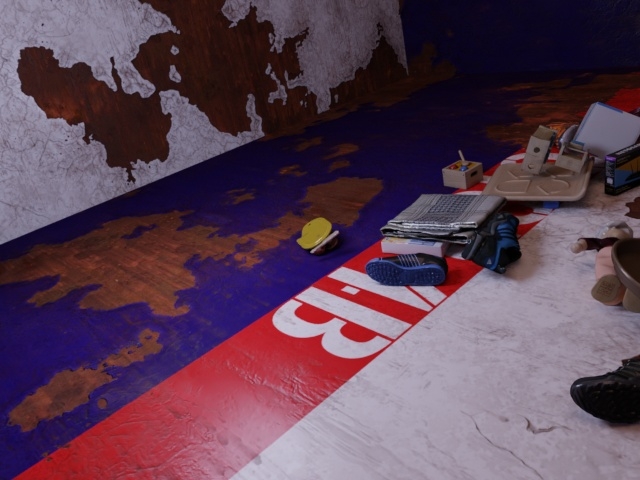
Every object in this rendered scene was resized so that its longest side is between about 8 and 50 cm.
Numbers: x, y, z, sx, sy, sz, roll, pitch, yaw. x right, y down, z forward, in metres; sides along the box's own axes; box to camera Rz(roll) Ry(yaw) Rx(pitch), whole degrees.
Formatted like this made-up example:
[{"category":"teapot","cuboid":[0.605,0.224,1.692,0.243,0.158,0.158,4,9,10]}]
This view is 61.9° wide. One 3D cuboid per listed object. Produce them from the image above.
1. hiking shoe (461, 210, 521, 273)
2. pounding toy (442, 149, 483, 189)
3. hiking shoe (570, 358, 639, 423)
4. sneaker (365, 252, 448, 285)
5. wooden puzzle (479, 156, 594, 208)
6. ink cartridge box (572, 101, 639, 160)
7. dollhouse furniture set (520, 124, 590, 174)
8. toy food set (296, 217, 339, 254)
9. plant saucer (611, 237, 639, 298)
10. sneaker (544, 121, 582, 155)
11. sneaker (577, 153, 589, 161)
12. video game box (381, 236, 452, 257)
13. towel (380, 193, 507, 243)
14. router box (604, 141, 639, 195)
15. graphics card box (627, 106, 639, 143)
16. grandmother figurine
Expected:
[{"category":"hiking shoe","cuboid":[0.517,0.014,1.533,0.132,0.113,0.304,37,41,21]},{"category":"pounding toy","cuboid":[0.560,-0.280,2.100,0.141,0.100,0.130,-29,29,-30]},{"category":"hiking shoe","cuboid":[0.569,0.269,0.978,0.226,0.086,0.114,-3,12,8]},{"category":"sneaker","cuboid":[0.249,0.077,1.532,0.232,0.081,0.090,5,27,20]},{"category":"wooden puzzle","cuboid":[0.750,-0.190,1.855,0.347,0.081,0.322,-2,26,33]},{"category":"ink cartridge box","cuboid":[1.005,-0.378,1.882,0.171,0.168,0.232,27,21,15]},{"category":"dollhouse furniture set","cuboid":[0.805,-0.290,1.821,0.183,0.129,0.129,24,39,23]},{"category":"toy food set","cuboid":[0.000,0.000,1.839,0.128,0.071,0.218,-41,26,-3]},{"category":"plant saucer","cuboid":[0.769,0.091,1.167,0.277,0.041,0.278,10,35,-7]},{"category":"sneaker","cuboid":[0.985,-0.415,2.183,0.180,0.125,0.321,6,20,43]},{"category":"sneaker","cuboid":[0.945,-0.271,1.929,0.051,0.070,0.134,1,29,23]},{"category":"video game box","cuboid":[0.328,-0.013,1.717,0.205,0.048,0.187,5,28,33]},{"category":"towel","cuboid":[0.397,-0.087,1.721,0.312,0.056,0.324,7,29,37]},{"category":"router box","cuboid":[1.011,-0.238,1.749,0.178,0.133,0.046,-22,26,-17]},{"category":"graphics card box","cuboid":[1.302,-0.453,1.982,0.370,0.094,0.233,-24,27,13]},{"category":"grandmother figurine","cuboid":[0.737,0.045,1.341,0.207,0.104,0.342,26,35,14]}]
